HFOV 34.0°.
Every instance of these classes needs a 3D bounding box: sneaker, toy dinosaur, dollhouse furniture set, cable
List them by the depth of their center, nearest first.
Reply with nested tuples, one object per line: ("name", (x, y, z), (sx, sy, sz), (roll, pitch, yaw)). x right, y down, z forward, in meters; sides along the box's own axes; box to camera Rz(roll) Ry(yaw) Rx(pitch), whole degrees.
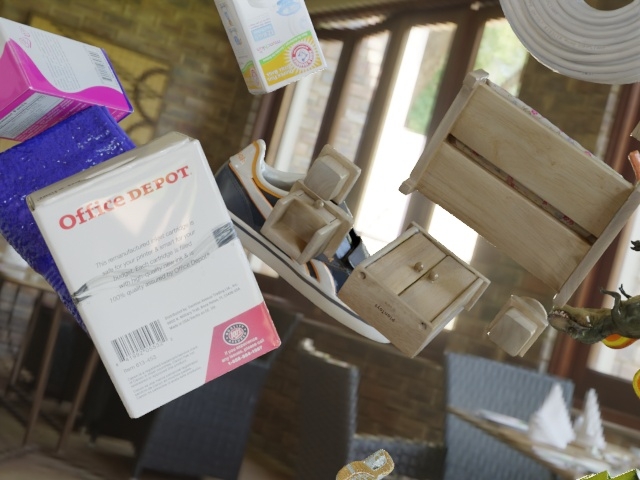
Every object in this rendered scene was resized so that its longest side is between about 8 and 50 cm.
("sneaker", (0.038, 0.232, 1.021), (0.083, 0.037, 0.032), (-6, 61, -53))
("dollhouse furniture set", (0.161, -0.075, 1.067), (0.303, 0.355, 0.174), (38, 28, 12))
("cable", (0.316, -0.298, 1.120), (0.257, 0.257, 0.089), (-17, -1, 31))
("toy dinosaur", (0.383, 0.052, 1.132), (0.268, 0.118, 0.064), (-6, -20, 35))
("sneaker", (0.000, 0.000, 1.356), (0.321, 0.127, 0.126), (38, 11, -10))

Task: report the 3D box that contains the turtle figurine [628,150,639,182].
("turtle figurine", (0.435, -0.014, 1.003), (0.217, 0.269, 0.087), (-26, -22, 0))

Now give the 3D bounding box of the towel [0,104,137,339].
("towel", (-0.264, -0.022, 1.312), (0.308, 0.227, 0.076), (47, -39, 8))

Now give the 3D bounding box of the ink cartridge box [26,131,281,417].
("ink cartridge box", (-0.168, 0.030, 1.060), (0.172, 0.237, 0.100), (-26, 19, -14))

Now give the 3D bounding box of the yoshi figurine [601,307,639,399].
("yoshi figurine", (0.555, 0.193, 1.603), (0.362, 0.204, 0.203), (11, 1, -44))

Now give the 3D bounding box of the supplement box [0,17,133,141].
("supplement box", (-0.372, -0.203, 1.397), (0.114, 0.111, 0.220), (-32, -15, 19))

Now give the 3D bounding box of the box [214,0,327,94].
("box", (-0.085, -0.344, 1.648), (0.114, 0.203, 0.103), (-24, 14, -15))

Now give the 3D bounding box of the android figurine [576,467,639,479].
("android figurine", (0.397, 0.460, 1.684), (0.056, 0.273, 0.248), (56, 19, -7))
